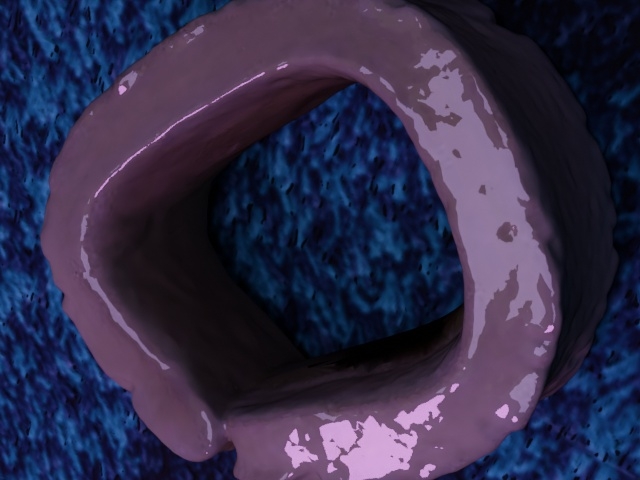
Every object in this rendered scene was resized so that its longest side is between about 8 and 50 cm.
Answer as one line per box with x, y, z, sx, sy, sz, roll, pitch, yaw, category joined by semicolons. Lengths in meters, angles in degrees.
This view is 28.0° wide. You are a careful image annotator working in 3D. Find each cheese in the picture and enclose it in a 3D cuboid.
0.000;0.003;0.791;0.332;0.153;0.292;-21;88;29;cheese
